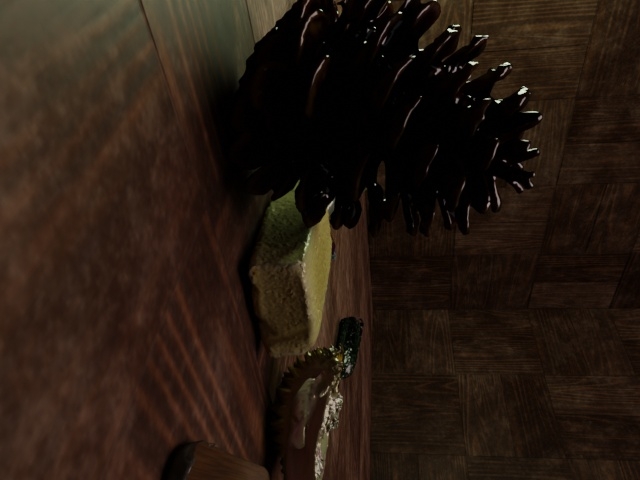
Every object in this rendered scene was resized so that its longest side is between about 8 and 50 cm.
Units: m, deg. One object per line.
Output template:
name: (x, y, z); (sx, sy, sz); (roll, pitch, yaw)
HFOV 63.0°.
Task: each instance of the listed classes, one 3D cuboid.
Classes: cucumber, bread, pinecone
cucumber: (0.069, 0.259, 1.297); (0.245, 0.067, 0.067); (-67, 154, -70)
bread: (-0.031, 0.023, 0.598); (0.188, 0.068, 0.125); (-79, 165, -55)
pinecone: (0.063, -0.112, 0.500); (0.246, 0.292, 0.246); (-53, 159, -30)

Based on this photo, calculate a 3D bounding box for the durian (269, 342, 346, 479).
durian: (-0.025, 0.228, 0.610); (0.140, 0.079, 0.224); (99, 5, -61)

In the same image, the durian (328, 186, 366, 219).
durian: (0.026, -0.141, 0.937); (0.252, 0.145, 0.139); (84, 29, -64)

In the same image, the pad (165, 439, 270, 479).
pad: (-0.080, 0.315, 0.394); (0.286, 0.018, 0.283); (77, 14, -61)

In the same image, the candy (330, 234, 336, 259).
candy: (0.000, 0.000, 0.926); (0.175, 0.044, 0.045); (57, 34, -68)
